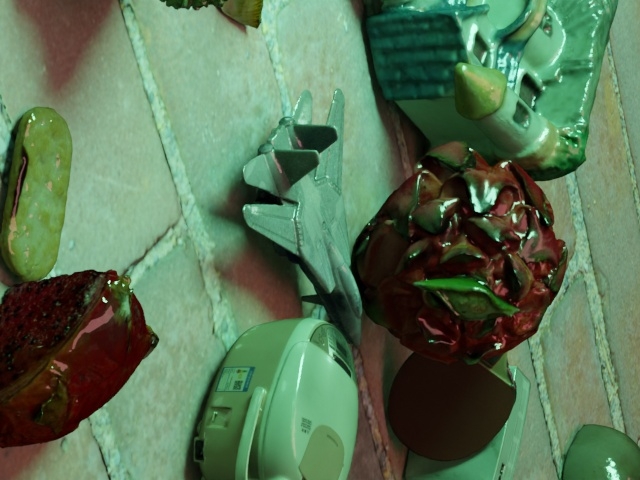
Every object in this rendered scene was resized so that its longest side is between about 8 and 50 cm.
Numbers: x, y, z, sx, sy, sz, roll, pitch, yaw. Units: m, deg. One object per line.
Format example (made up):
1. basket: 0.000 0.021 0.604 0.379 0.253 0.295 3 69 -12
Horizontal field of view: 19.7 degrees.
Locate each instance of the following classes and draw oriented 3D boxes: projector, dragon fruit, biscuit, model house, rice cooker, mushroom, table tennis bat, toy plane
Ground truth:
1. projector: 0.170 0.218 2.099 0.061 0.115 0.147 47 51 -52
2. dragon fruit: 0.140 0.000 1.924 0.293 0.233 0.234 -109 176 -53
3. biscuit: -0.231 -0.038 1.501 0.071 0.018 0.147 25 68 -60
4. model house: 0.162 -0.240 2.005 0.325 0.194 0.267 39 59 -50
5. rice cooker: -0.038 0.171 1.737 0.145 0.127 0.206 49 54 -48
6. dragon fruit: -0.205 0.114 1.455 0.120 0.127 0.161 56 44 -33
7. mushroom: 0.390 0.346 2.498 0.141 0.117 0.188 21 77 -46
8. table tennis bat: 0.163 0.149 2.021 0.220 0.130 0.019 -52 -174 18
9. toy plane: -0.010 -0.001 1.824 0.212 0.088 0.267 -55 144 -42

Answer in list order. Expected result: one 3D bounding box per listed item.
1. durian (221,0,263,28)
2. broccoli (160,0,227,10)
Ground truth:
1. durian: -0.067 -0.291 1.706 0.224 0.140 0.078 94 -15 -52
2. broccoli: -0.115 -0.312 1.515 0.176 0.197 0.226 -114 -145 -71
